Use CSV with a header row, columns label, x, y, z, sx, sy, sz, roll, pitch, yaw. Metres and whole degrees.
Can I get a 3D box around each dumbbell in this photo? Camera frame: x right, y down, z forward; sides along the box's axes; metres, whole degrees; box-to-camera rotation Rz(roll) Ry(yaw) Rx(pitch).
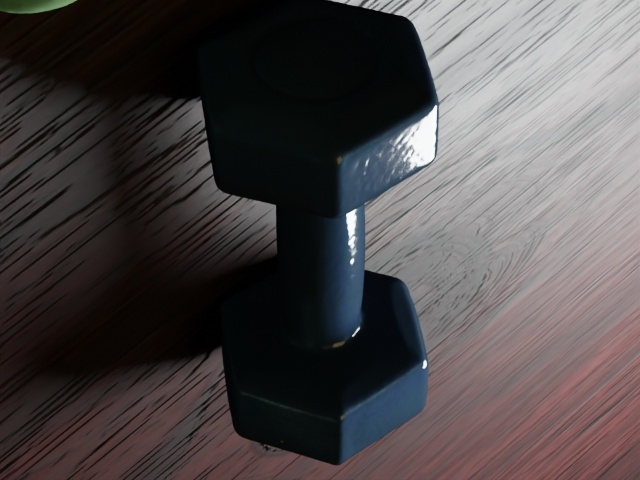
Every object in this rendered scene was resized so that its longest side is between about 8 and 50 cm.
label,x,y,z,sx,sy,sz,roll,pitch,yaw
dumbbell,0.000,0.000,1.151,0.160,0.144,0.325,-31,142,-27

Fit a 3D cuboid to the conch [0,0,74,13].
label,x,y,z,sx,sy,sz,roll,pitch,yaw
conch,-0.180,-0.183,0.768,0.143,0.137,0.250,-53,146,8
